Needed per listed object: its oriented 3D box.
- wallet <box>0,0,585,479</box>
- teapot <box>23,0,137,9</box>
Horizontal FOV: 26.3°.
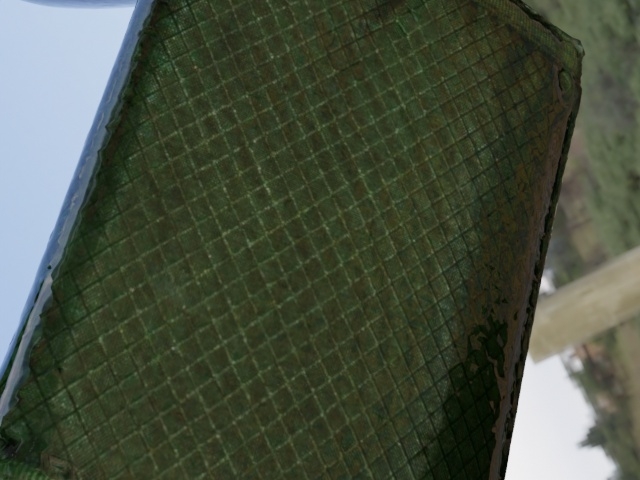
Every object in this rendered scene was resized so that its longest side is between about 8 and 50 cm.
[{"bbox_3d":[-0.002,0.001,0.415,0.160,0.055,0.236,31,-121,-27],"label":"wallet"},{"bbox_3d":[-0.073,-0.263,0.764,0.223,0.285,0.305,-45,-41,-40],"label":"teapot"}]
